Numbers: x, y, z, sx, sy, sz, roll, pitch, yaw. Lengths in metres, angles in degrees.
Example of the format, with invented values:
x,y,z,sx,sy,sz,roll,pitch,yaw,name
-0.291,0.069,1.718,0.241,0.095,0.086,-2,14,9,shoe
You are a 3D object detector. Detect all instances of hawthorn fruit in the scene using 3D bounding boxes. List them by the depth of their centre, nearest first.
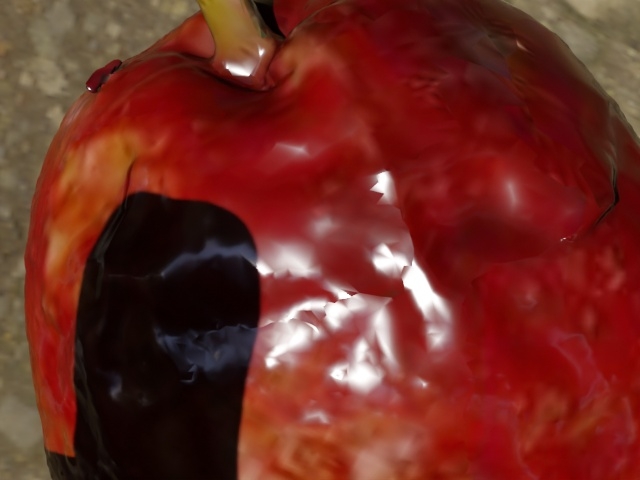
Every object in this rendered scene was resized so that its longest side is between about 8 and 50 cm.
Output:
x,y,z,sx,sy,sz,roll,pitch,yaw,name
0.000,0.000,0.595,0.230,0.210,0.266,-20,111,13,hawthorn fruit
